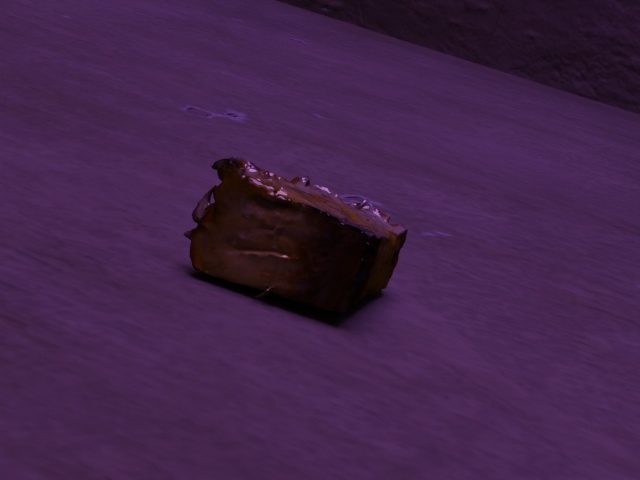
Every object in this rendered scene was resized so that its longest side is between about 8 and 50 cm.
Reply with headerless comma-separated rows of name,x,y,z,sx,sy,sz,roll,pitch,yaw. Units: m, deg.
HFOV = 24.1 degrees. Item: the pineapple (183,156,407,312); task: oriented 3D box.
pineapple,0.000,0.000,0.850,0.137,0.069,0.116,8,14,-31
